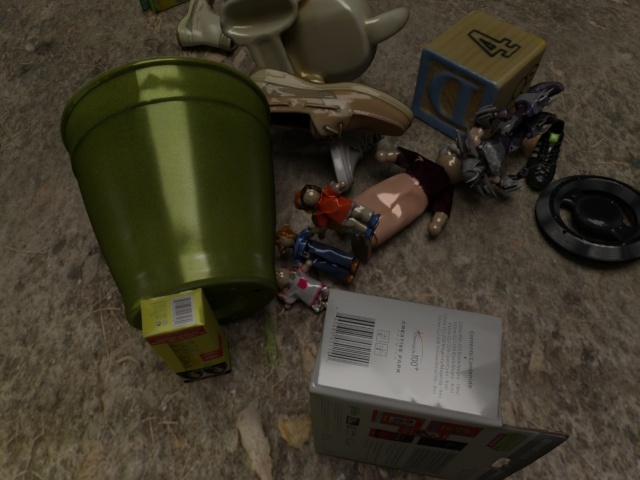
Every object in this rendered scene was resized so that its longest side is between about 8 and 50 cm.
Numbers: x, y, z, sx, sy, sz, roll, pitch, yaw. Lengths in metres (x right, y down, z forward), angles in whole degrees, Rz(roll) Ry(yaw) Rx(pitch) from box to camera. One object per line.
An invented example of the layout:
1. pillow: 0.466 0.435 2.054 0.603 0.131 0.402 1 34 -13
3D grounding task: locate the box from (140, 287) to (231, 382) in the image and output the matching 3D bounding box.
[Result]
1. box: -0.194 0.151 0.752 0.087 0.232 0.058 -11 60 -7

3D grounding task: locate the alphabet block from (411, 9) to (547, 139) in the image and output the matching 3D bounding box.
1. alphabet block: 0.348 -0.361 1.120 0.193 0.192 0.197 39 64 22

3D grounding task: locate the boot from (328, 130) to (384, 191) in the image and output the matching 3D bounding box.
1. boot: 0.078 -0.218 1.081 0.123 0.095 0.259 -9 55 3

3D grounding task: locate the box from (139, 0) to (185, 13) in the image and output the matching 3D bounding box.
1. box: -0.443 -0.733 1.437 0.179 0.105 0.043 -33 60 -19

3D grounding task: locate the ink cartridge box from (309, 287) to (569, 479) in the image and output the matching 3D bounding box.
1. ink cartridge box: 0.131 0.212 0.661 0.271 0.310 0.130 9 56 6

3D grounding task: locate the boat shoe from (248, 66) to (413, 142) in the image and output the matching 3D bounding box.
1. boat shoe: 0.012 -0.247 0.997 0.340 0.122 0.110 13 78 5

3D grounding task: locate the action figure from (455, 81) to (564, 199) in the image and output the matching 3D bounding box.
1. action figure: 0.371 -0.203 0.996 0.285 0.185 0.099 -43 38 -21

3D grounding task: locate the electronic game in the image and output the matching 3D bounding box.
1. electronic game: 0.548 -0.048 0.987 0.229 0.048 0.229 -4 50 5

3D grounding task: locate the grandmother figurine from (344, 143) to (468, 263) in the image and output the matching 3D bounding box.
1. grandmother figurine: 0.185 -0.103 1.009 0.342 0.104 0.208 -30 88 -21

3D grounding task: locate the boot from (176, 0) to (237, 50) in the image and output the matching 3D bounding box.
1. boot: -0.283 -0.604 1.364 0.164 0.077 0.213 10 62 9

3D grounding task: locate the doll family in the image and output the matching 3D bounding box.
1. doll family: 0.000 0.000 0.894 0.163 0.263 0.118 25 25 8

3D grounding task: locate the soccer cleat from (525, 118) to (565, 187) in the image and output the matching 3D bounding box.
1. soccer cleat: 0.485 -0.190 1.070 0.060 0.072 0.179 20 59 14

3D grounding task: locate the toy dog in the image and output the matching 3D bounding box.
1. toy dog: -0.008 -0.511 1.154 0.395 0.285 0.408 -22 31 21

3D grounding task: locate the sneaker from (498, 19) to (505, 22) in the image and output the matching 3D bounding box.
1. sneaker: 0.421 -0.552 1.314 0.209 0.082 0.069 -29 58 -19

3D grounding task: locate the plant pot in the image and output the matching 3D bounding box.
1. plant pot: -0.224 -0.045 0.845 0.366 0.366 0.353 -13 68 -8
